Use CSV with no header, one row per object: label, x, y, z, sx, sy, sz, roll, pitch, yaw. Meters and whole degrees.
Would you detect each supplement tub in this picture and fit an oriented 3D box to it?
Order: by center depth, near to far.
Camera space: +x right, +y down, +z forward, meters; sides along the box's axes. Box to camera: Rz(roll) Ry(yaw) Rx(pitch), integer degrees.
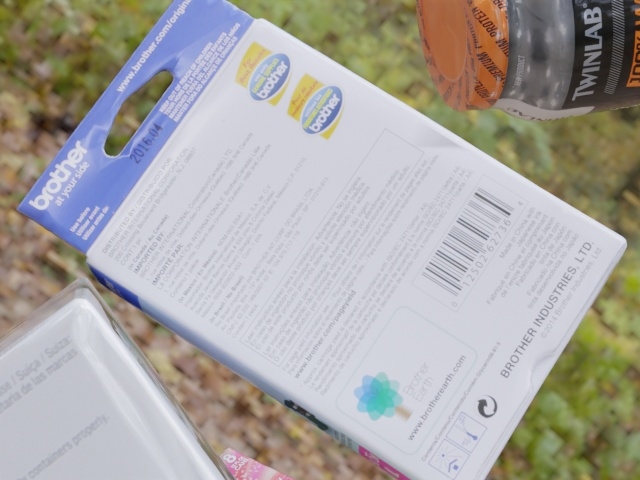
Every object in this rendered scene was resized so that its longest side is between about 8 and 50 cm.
supplement tub,0.253,-0.209,1.426,0.316,0.193,0.193,-11,31,-13

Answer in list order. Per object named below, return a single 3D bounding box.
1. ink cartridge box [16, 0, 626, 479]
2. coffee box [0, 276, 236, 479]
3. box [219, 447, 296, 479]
ink cartridge box,0.000,0.000,0.983,0.311,0.186,0.065,33,-12,7
coffee box,-0.176,0.257,0.987,0.338,0.337,0.334,54,-6,-6
box,-0.097,0.314,1.378,0.128,0.257,0.123,21,-38,34
